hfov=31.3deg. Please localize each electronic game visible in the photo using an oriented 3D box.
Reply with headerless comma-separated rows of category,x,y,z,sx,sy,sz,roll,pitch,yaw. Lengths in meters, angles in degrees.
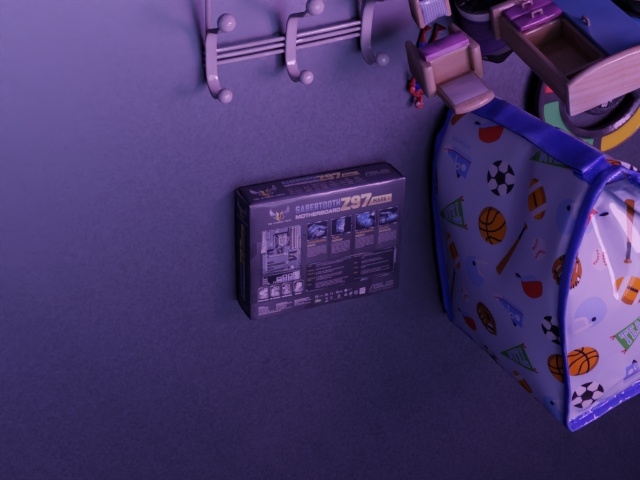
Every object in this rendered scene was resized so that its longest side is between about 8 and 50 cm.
electronic game,0.412,-0.227,1.668,0.229,0.048,0.229,-13,124,-21

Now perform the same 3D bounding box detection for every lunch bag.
lunch bag,0.319,0.001,1.575,0.239,0.328,0.385,-27,126,-17

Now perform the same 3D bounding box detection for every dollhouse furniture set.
dollhouse furniture set,0.242,-0.315,1.297,0.286,0.198,0.303,-23,133,-7

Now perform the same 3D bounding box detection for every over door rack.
over door rack,-0.027,-0.329,1.334,0.239,0.108,0.324,-15,124,-21

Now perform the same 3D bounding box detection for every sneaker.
sneaker,0.313,-0.341,1.528,0.283,0.107,0.124,-28,138,-2

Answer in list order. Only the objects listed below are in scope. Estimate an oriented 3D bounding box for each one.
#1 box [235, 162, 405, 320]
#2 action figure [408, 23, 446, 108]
box,0.000,0.000,1.574,0.233,0.059,0.183,-12,123,-21
action figure,0.142,-0.232,1.533,0.038,0.030,0.115,-8,123,-30
